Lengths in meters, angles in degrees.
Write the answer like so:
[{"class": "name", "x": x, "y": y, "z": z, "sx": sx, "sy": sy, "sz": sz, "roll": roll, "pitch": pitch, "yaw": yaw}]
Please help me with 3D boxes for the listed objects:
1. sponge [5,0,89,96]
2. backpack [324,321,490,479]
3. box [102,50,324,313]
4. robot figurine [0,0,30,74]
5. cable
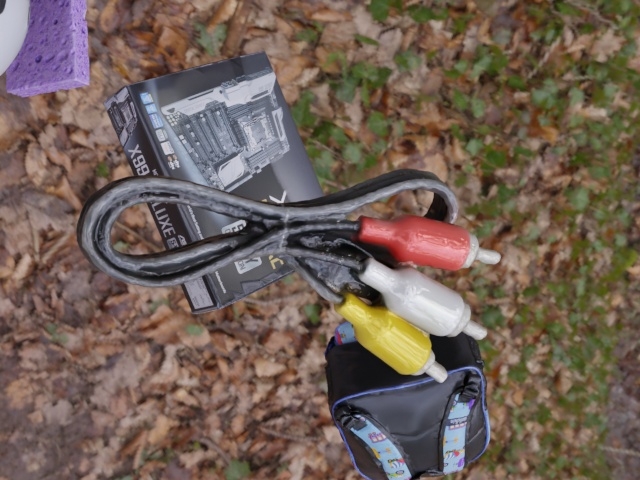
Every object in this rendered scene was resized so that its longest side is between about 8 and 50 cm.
[{"class": "sponge", "x": -0.344, "y": -0.292, "z": 1.043, "sx": 0.031, "sy": 0.117, "sz": 0.210, "roll": 5, "pitch": 82, "yaw": -61}, {"class": "backpack", "x": 0.091, "y": 0.166, "z": 0.845, "sx": 0.158, "sy": 0.116, "sz": 0.173, "roll": -15, "pitch": 133, "yaw": 3}, {"class": "box", "x": -0.124, "y": -0.085, "z": 1.143, "sx": 0.242, "sy": 0.077, "sz": 0.307, "roll": -25, "pitch": 95, "yaw": -41}, {"class": "robot figurine", "x": -0.419, "y": -0.257, "z": 0.796, "sx": 0.278, "sy": 0.173, "sz": 0.209, "roll": 36, "pitch": 124, "yaw": -8}, {"class": "cable", "x": 0.000, "y": 0.000, "z": 0.533, "sx": 0.287, "sy": 0.072, "sz": 0.139, "roll": 19, "pitch": 95, "yaw": -34}]
